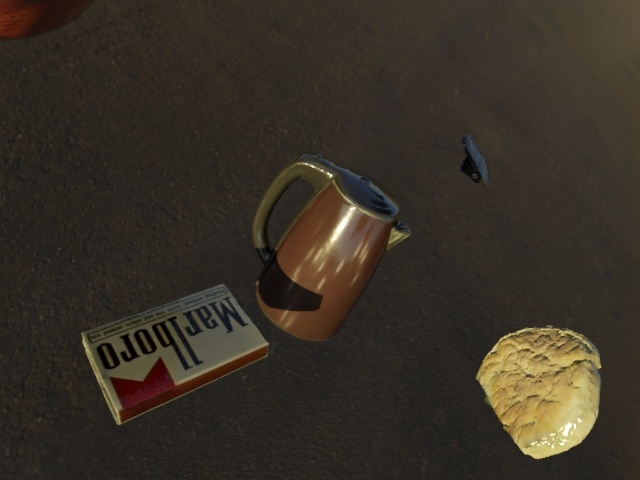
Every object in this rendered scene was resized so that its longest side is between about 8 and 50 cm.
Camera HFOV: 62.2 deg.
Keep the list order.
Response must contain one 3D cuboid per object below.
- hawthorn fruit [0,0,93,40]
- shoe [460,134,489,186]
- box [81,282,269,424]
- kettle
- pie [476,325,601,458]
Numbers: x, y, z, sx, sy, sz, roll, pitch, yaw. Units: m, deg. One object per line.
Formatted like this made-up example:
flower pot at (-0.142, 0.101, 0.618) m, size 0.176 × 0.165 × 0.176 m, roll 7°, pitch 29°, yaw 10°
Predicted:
hawthorn fruit at (-0.347, -0.445, 0.497) m, size 0.472 × 0.472 × 0.471 m, roll 19°, pitch 51°, yaw -25°
shoe at (0.363, -0.193, 1.289) m, size 0.159 × 0.053 × 0.062 m, roll 48°, pitch 49°, yaw -40°
box at (-0.163, 0.121, 0.607) m, size 0.178 × 0.036 × 0.115 m, roll -19°, pitch 49°, yaw -30°
kettle at (0.000, 0.000, 0.759) m, size 0.202 × 0.232 × 0.144 m, roll 35°, pitch 29°, yaw 9°
pie at (0.330, 0.210, 0.795) m, size 0.052 × 0.185 × 0.218 m, roll 34°, pitch 16°, yaw -17°
